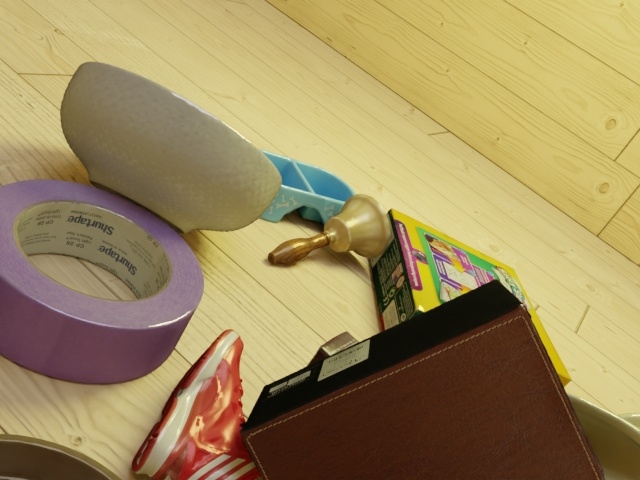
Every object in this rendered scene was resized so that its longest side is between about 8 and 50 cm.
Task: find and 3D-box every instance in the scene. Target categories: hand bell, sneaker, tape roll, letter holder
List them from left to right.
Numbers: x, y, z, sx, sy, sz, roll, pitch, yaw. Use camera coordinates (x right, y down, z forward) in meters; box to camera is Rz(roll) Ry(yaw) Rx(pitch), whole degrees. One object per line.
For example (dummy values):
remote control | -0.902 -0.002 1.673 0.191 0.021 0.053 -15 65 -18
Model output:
tape roll | -0.284 0.041 0.838 0.274 0.090 0.275 25 26 -13
sneaker | -0.108 0.203 0.773 0.128 0.087 0.221 38 36 -6
hand bell | 0.000 0.000 1.251 0.242 0.126 0.126 -18 53 -41
letter holder | 0.106 0.209 0.733 0.214 0.301 0.152 64 7 -4

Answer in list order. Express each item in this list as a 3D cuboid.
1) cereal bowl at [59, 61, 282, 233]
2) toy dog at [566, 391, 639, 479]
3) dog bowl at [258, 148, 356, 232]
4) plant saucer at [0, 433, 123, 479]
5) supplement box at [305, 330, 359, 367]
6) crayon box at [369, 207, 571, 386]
cereal bowl | -0.235 -0.108 1.025 0.339 0.141 0.339 27 -9 5
toy dog | 0.449 0.336 0.811 0.395 0.285 0.407 -5 -14 44
dog bowl | -0.051 -0.100 1.382 0.297 0.074 0.166 12 31 -35
plant saucer | -0.243 0.268 0.525 0.277 0.041 0.278 25 26 -13
supplement box | 0.060 0.220 0.881 0.188 0.104 0.081 40 25 18
crayon box | 0.258 0.120 1.292 0.313 0.106 0.363 26 25 -15
